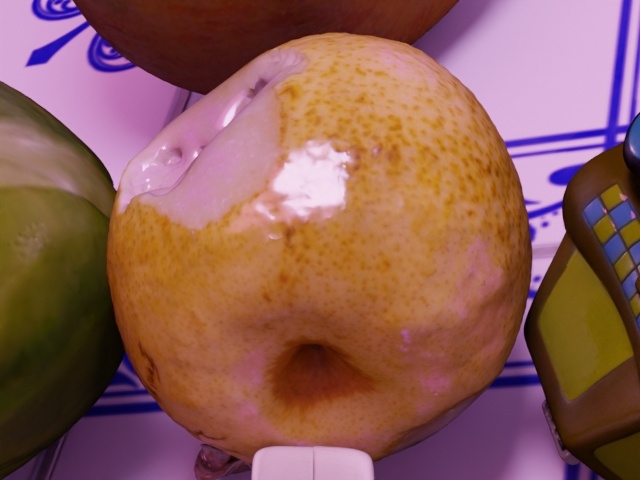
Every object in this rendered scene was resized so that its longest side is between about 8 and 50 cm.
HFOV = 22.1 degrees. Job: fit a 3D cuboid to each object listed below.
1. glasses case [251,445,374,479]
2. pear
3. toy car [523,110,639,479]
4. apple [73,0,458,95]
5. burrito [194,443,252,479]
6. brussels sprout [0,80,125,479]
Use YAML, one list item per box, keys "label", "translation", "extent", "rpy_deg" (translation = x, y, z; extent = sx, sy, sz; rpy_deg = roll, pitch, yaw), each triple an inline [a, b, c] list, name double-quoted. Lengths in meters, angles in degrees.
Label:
- label: "glasses case"
  translation: [-0.008, 0.262, 0.846]
  extent: [0.070, 0.131, 0.313]
  rpy_deg: [3, 43, -2]
- label: "pear"
  translation: [0.000, 0.000, 0.984]
  extent: [0.271, 0.271, 0.271]
  rpy_deg: [-15, 42, 14]
- label: "toy car"
  translation: [0.208, 0.052, 0.942]
  extent: [0.198, 0.204, 0.248]
  rpy_deg: [-38, 38, 22]
- label: "apple"
  translation: [-0.027, -0.312, 1.271]
  extent: [0.333, 0.400, 0.400]
  rpy_deg: [6, 50, 23]
- label: "burrito"
  translation: [-0.015, 0.057, 1.131]
  extent: [0.082, 0.059, 0.275]
  rpy_deg: [-7, 44, 32]
- label: "brussels sprout"
  translation: [-0.280, 0.039, 1.050]
  extent: [0.315, 0.276, 0.371]
  rpy_deg: [-42, -9, 36]
